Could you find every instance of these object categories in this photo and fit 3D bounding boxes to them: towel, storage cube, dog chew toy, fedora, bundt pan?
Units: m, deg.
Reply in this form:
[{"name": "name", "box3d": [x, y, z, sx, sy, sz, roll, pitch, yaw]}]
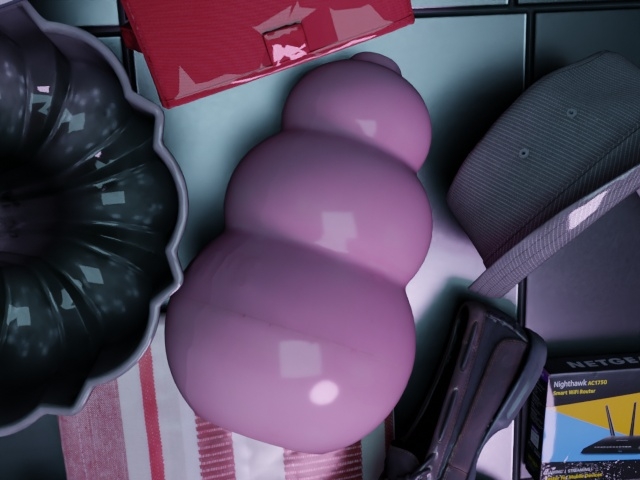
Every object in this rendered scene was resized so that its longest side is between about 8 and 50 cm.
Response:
[{"name": "towel", "box3d": [-0.089, 0.176, 0.771, 0.329, 0.037, 0.237, -5, 104, -10]}, {"name": "storage cube", "box3d": [-0.064, -0.236, 0.561, 0.215, 0.184, 0.193, -19, 119, -2]}, {"name": "dog chew toy", "box3d": [0.000, 0.000, 0.649, 0.206, 0.206, 0.332, 20, 81, -14]}, {"name": "fedora", "box3d": [0.217, -0.072, 0.682, 0.275, 0.243, 0.124, -40, 79, 12]}, {"name": "bundt pan", "box3d": [-0.261, -0.020, 0.619, 0.330, 0.124, 0.331, 0, 95, -2]}]

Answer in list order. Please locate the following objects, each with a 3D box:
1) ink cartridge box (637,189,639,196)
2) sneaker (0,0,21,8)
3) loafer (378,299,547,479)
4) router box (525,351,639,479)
[{"name": "ink cartridge box", "box3d": [0.414, -0.075, 0.748, 0.180, 0.104, 0.060, -36, 108, 2]}, {"name": "sneaker", "box3d": [-0.279, -0.195, 0.462, 0.226, 0.086, 0.163, -30, 138, -5]}, {"name": "loafer", "box3d": [0.105, 0.198, 0.759, 0.095, 0.109, 0.302, 36, 80, -13]}, {"name": "router box", "box3d": [0.315, 0.191, 0.835, 0.179, 0.046, 0.133, -3, 105, -9]}]
